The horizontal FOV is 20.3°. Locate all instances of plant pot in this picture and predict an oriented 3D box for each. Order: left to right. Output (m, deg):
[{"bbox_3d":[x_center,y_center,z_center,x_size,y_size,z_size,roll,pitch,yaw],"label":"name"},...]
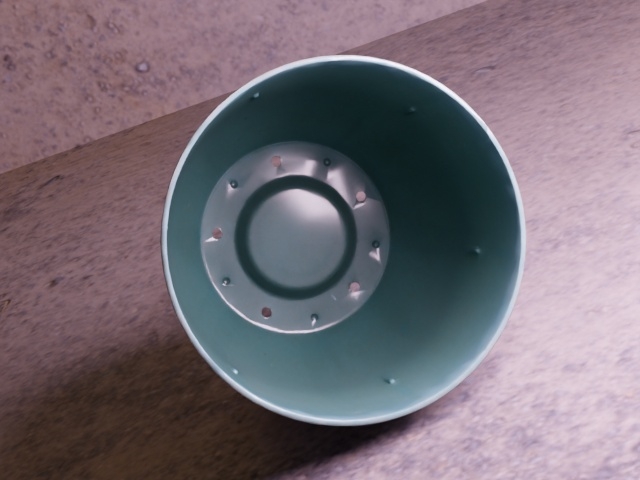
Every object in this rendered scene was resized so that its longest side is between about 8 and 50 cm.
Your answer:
[{"bbox_3d":[0.000,0.000,1.512,0.293,0.293,0.235,-29,5,-9],"label":"plant pot"}]
